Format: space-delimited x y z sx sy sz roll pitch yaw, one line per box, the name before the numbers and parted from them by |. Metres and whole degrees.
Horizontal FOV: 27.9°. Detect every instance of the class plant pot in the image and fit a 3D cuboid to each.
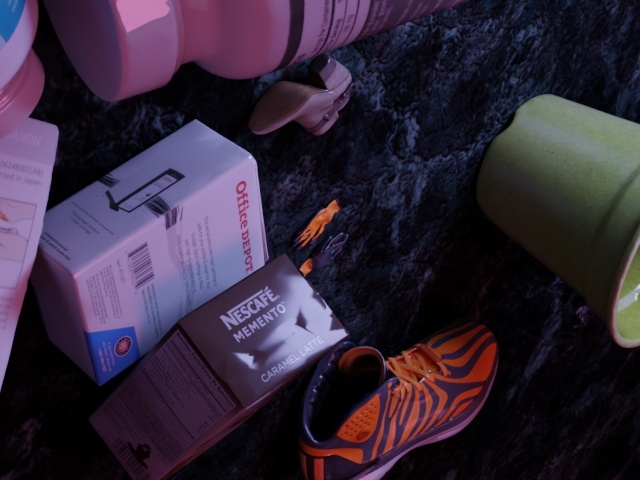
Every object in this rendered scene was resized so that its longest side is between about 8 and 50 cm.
plant pot | 0.342 -0.049 1.590 0.276 0.254 0.276 -32 140 -32

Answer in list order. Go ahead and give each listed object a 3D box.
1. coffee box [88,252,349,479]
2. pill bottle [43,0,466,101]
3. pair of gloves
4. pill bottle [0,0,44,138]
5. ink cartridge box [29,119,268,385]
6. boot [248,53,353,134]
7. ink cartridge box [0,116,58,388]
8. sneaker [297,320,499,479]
coffee box | -0.101 0.129 1.209 0.141 0.098 0.246 -33 173 -39
pill bottle | -0.020 -0.243 0.959 0.362 0.210 0.210 -23 136 -21
pair of gloves | 0.000 0.000 1.416 0.074 0.010 0.083 -42 146 -21
pill bottle | -0.270 -0.169 0.796 0.146 0.146 0.264 -47 146 -13
ink cartridge box | -0.153 0.009 1.156 0.203 0.086 0.148 -36 143 -29
boot | -0.014 -0.128 1.262 0.118 0.042 0.087 -42 153 -8
ink cartridge box | -0.372 0.066 0.962 0.308 0.091 0.385 12 91 -55
sneaker | 0.103 0.175 1.597 0.321 0.124 0.180 -39 145 -25
